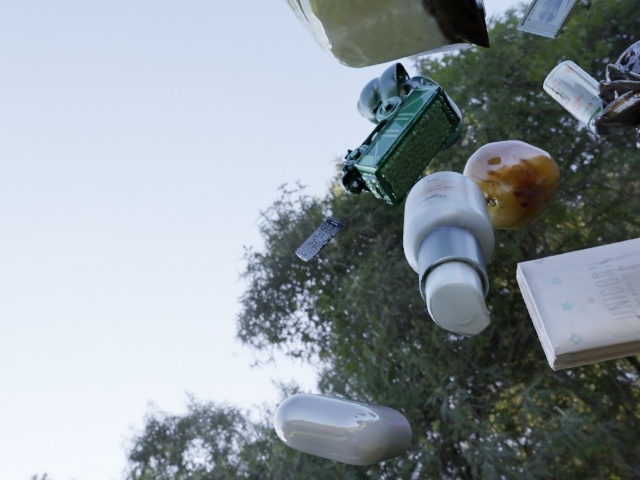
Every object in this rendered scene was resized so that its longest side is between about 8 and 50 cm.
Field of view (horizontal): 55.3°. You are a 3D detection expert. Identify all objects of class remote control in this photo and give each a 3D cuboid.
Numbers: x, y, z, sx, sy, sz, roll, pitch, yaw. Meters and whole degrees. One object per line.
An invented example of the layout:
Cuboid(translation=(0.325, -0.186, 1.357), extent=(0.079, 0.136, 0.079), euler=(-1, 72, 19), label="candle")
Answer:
Cuboid(translation=(0.000, 0.000, 0.938), extent=(0.091, 0.034, 0.016), euler=(-45, -26, -32), label="remote control")

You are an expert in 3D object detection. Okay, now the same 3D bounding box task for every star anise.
Cuboid(translation=(0.680, -0.277, 1.228), extent=(0.360, 0.315, 0.139), euler=(-19, -26, -14), label="star anise")

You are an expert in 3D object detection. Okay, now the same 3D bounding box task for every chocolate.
Cuboid(translation=(0.088, -0.428, 1.010), extent=(0.297, 0.325, 0.314), euler=(-25, -37, 17), label="chocolate")

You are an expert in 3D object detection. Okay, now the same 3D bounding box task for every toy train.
Cuboid(translation=(0.151, -0.190, 1.203), extent=(0.269, 0.154, 0.115), euler=(-52, -50, -16), label="toy train")

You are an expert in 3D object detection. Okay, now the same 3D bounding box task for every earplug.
Cuboid(translation=(0.231, -0.343, 1.613), extent=(0.164, 0.281, 0.257), euler=(-8, -87, -62), label="earplug")

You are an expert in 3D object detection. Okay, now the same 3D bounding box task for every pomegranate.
Cuboid(translation=(0.611, -0.181, 1.970), extent=(0.320, 0.319, 0.319), euler=(-20, -48, -24), label="pomegranate")

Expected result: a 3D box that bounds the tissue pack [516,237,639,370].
Cuboid(translation=(0.468, 0.075, 0.877), extent=(0.326, 0.170, 0.071), euler=(-13, -39, 5), label="tissue pack")

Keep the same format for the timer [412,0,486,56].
Cuboid(translation=(0.343, -0.661, 1.732), extent=(0.195, 0.193, 0.194), euler=(-61, -42, -40), label="timer")

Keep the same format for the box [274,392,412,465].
Cuboid(translation=(0.064, 0.471, 1.537), extent=(0.349, 0.289, 0.141), euler=(33, -114, -62), label="box")

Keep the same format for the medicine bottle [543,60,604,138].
Cuboid(translation=(0.597, -0.320, 1.377), extent=(0.086, 0.183, 0.086), euler=(-26, -31, -17), label="medicine bottle")

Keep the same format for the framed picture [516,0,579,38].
Cuboid(translation=(0.457, -0.486, 1.120), extent=(0.010, 0.173, 0.231), euler=(22, -71, -16), label="framed picture")

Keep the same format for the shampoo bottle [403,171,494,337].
Cuboid(translation=(0.102, 0.004, 0.489), extent=(0.074, 0.192, 0.073), euler=(4, -65, 9), label="shampoo bottle")
